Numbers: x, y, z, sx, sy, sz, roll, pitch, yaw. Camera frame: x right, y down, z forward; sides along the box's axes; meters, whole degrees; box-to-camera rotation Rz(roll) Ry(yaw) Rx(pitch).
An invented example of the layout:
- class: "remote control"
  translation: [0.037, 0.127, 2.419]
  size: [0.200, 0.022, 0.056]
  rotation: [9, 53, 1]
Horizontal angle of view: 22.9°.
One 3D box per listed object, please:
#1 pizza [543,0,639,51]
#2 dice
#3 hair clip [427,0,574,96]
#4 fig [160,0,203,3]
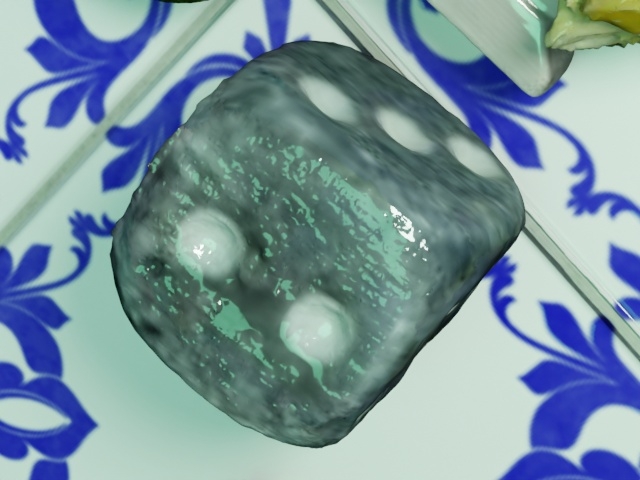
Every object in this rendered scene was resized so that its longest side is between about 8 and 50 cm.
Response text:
- class: "pizza"
  translation: [0.174, -0.219, 0.818]
  size: [0.223, 0.089, 0.323]
  rotation: [-36, 91, -1]
- class: "dice"
  translation: [0.000, 0.000, 0.939]
  size: [0.183, 0.182, 0.181]
  rotation: [40, 117, 8]
- class: "hair clip"
  translation: [0.043, -0.230, 0.908]
  size: [0.331, 0.085, 0.101]
  rotation: [43, 119, -1]
- class: "fig"
  translation: [-0.098, -0.194, 0.957]
  size: [0.156, 0.123, 0.123]
  rotation: [-29, 93, 33]
